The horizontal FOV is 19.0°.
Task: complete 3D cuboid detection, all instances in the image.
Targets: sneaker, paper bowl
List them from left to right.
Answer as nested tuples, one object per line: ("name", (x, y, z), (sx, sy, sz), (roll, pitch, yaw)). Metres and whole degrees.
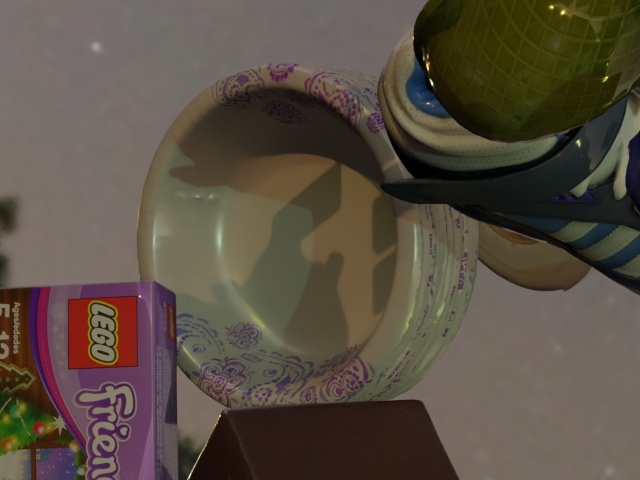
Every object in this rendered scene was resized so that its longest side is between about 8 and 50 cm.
("paper bowl", (0.000, 0.000, 1.551), (0.284, 0.284, 0.148), (33, 21, 32))
("sneaker", (0.191, -0.055, 1.203), (0.323, 0.130, 0.236), (16, -11, 15))

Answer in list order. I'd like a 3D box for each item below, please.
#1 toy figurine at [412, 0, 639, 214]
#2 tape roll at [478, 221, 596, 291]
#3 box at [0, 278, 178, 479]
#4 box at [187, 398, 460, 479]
("toy figurine", (0.162, -0.059, 0.729), (0.363, 0.217, 0.191), (-13, -36, 32))
("tape roll", (0.255, -0.089, 2.022), (0.246, 0.169, 0.246), (31, -44, 36))
("box", (-0.179, 0.172, 1.034), (0.201, 0.293, 0.057), (-3, -10, 9))
("box", (0.033, 0.286, 0.993), (0.191, 0.143, 0.381), (-64, -143, 38))
